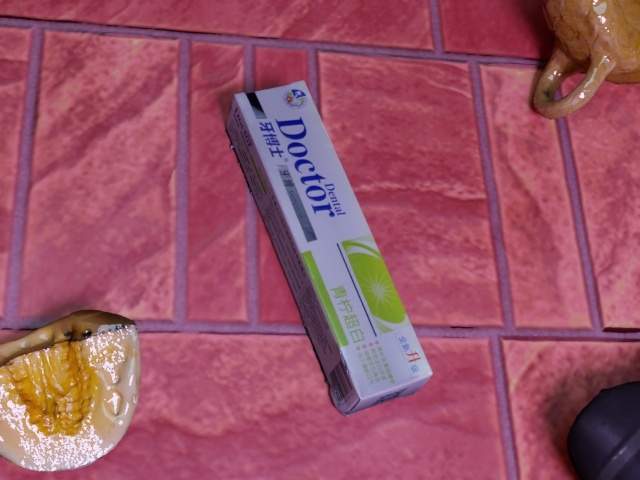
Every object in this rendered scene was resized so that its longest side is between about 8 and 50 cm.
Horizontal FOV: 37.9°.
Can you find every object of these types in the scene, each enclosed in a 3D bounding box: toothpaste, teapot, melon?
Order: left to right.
[{"bbox_3d":[-0.231,0.134,0.806,0.160,0.079,0.128,-16,90,-20],"label":"melon"},{"bbox_3d":[0.000,0.000,0.918,0.081,0.067,0.336,-15,70,-21],"label":"toothpaste"},{"bbox_3d":[0.327,-0.271,1.073,0.203,0.167,0.311,31,82,-23],"label":"teapot"}]

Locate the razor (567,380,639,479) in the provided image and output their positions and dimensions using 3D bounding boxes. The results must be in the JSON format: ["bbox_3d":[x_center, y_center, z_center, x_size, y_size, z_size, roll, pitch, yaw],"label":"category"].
[{"bbox_3d":[0.384,0.259,0.804,0.204,0.113,0.349,-19,51,-23],"label":"razor"}]
